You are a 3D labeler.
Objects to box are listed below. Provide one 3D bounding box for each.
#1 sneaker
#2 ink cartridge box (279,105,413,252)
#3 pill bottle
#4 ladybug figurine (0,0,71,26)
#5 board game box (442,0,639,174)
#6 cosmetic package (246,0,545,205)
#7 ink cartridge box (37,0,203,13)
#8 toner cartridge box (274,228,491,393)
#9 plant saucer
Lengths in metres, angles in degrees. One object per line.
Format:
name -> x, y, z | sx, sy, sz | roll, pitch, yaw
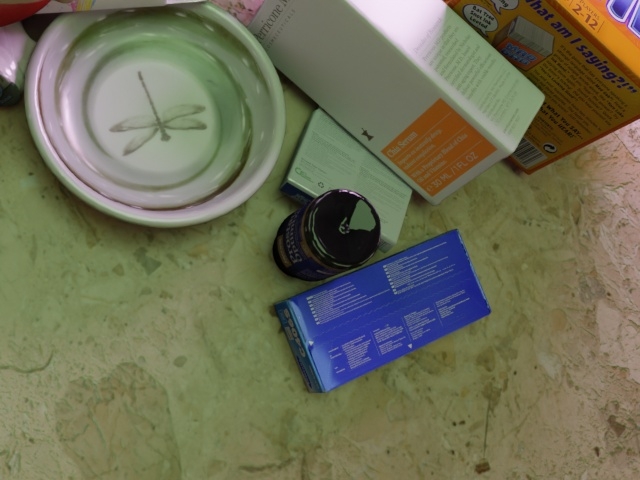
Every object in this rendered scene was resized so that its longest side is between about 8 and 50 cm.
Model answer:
sneaker -> -0.536, -0.338, 1.234 | 0.297, 0.111, 0.129 | 47, 51, -10
ink cartridge box -> 0.059, -0.122, 1.424 | 0.223, 0.045, 0.224 | 31, 54, -13
pill bottle -> 0.000, 0.000, 1.295 | 0.123, 0.219, 0.123 | 4, 78, -20
ladybug figurine -> -0.505, -0.386, 0.957 | 0.449, 0.162, 0.305 | 29, 34, -13
board game box -> 0.417, -0.403, 1.444 | 0.356, 0.356, 0.356 | 39, 65, -10
cosmetic package -> 0.118, -0.292, 1.367 | 0.453, 0.230, 0.161 | 41, 57, -6
ink cartridge box -> -0.351, -0.458, 1.232 | 0.353, 0.119, 0.207 | -10, 62, -21
toner cartridge box -> 0.111, 0.116, 1.394 | 0.348, 0.075, 0.165 | -21, 87, -23
plant saucer -> -0.258, -0.203, 1.292 | 0.400, 0.100, 0.400 | 6, 74, -19
